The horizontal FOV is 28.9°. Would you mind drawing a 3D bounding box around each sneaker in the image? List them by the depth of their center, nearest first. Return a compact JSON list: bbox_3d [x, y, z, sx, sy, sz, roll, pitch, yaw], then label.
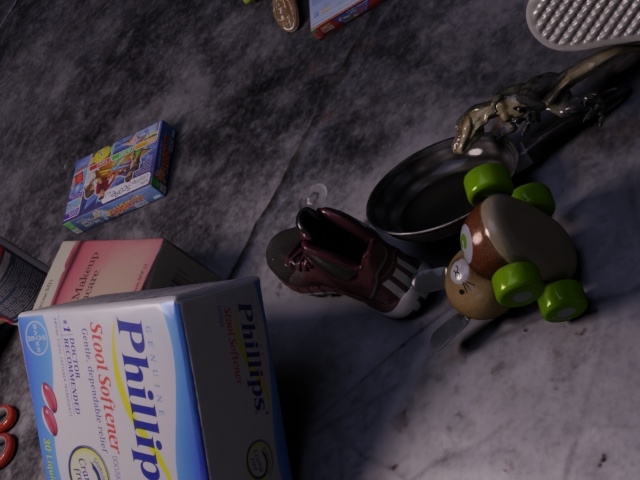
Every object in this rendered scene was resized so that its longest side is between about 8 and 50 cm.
[{"bbox_3d":[0.401,-0.286,1.392,0.321,0.126,0.127,6,38,29],"label":"sneaker"},{"bbox_3d":[0.000,0.000,1.525,0.281,0.162,0.106,12,70,47],"label":"sneaker"},{"bbox_3d":[-0.051,-0.380,1.969,0.042,0.067,0.118,-27,75,23],"label":"sneaker"}]

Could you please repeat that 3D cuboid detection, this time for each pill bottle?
[{"bbox_3d":[-0.473,0.068,1.904,0.108,0.180,0.108,-25,46,29],"label":"pill bottle"}]

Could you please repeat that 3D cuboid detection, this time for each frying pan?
[{"bbox_3d":[0.200,-0.098,1.500,0.326,0.053,0.197,-35,29,-12],"label":"frying pan"}]

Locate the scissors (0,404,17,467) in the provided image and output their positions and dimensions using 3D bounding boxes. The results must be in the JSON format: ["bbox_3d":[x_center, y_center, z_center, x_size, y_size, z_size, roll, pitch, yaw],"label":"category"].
[{"bbox_3d":[-0.565,0.367,1.892,0.297,0.021,0.109,-41,43,13],"label":"scissors"}]

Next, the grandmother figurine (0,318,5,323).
[{"bbox_3d":[-0.623,0.255,1.966,0.342,0.104,0.208,-63,12,-17],"label":"grandmother figurine"}]

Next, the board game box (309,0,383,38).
[{"bbox_3d":[0.100,-0.422,1.862,0.281,0.027,0.145,-26,47,27],"label":"board game box"}]

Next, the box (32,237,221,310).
[{"bbox_3d":[-0.278,0.089,1.747,0.232,0.127,0.148,-2,61,42],"label":"box"}]

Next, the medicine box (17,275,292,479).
[{"bbox_3d":[-0.198,0.192,1.481,0.289,0.149,0.263,-8,92,40],"label":"medicine box"}]

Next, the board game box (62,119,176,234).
[{"bbox_3d":[-0.327,-0.101,2.011,0.201,0.035,0.136,-20,48,32],"label":"board game box"}]

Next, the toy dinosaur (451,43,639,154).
[{"bbox_3d":[0.268,-0.164,1.431,0.268,0.064,0.118,-23,25,12],"label":"toy dinosaur"}]

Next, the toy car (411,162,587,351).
[{"bbox_3d":[0.173,0.036,1.366,0.188,0.149,0.155,-36,51,34],"label":"toy car"}]

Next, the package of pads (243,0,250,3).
[{"bbox_3d":[-0.081,-0.555,2.078,0.229,0.101,0.296,-31,42,22],"label":"package of pads"}]
